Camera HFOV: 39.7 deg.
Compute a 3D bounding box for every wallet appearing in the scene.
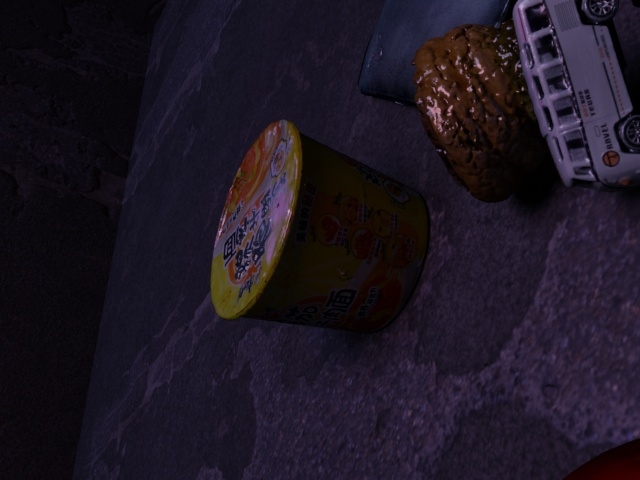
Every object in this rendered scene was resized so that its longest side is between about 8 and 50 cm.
[{"bbox_3d":[0.149,-0.269,1.199,0.191,0.046,0.379,-67,23,7],"label":"wallet"}]

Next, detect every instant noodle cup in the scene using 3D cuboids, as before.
[{"bbox_3d":[0.000,0.000,1.129,0.264,0.200,0.264,-48,33,45],"label":"instant noodle cup"}]

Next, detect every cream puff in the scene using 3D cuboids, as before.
[{"bbox_3d":[0.200,-0.145,0.885,0.169,0.183,0.183,-24,46,27],"label":"cream puff"}]

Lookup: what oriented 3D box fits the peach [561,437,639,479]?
[{"bbox_3d":[0.216,0.226,0.488,0.243,0.199,0.243,28,130,39],"label":"peach"}]

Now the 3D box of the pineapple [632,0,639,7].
[{"bbox_3d":[0.291,-0.324,0.821,0.158,0.158,0.279,-57,16,29],"label":"pineapple"}]

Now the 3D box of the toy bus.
[{"bbox_3d":[0.227,-0.132,0.767,0.087,0.089,0.194,-7,-100,-77],"label":"toy bus"}]
